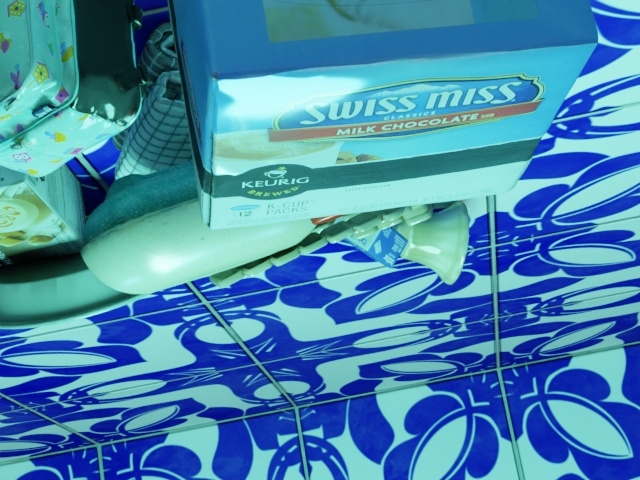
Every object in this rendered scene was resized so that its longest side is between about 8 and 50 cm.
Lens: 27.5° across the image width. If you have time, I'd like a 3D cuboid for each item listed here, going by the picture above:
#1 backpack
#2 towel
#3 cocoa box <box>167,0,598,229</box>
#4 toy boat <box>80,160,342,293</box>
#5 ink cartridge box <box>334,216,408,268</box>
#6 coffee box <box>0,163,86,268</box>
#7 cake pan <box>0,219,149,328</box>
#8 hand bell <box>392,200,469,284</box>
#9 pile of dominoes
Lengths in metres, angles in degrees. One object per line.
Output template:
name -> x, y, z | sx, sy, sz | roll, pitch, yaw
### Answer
backpack -> -0.264, -0.152, 1.196 | 0.144, 0.166, 0.188 | 9, 151, -41
towel -> -0.070, -0.140, 1.416 | 0.283, 0.121, 0.235 | -1, 158, -21
cocoa box -> 0.012, -0.216, 0.864 | 0.231, 0.347, 0.228 | -6, 160, -9
toy boat -> -0.079, -0.059, 1.259 | 0.267, 0.148, 0.318 | -17, 176, -37
ink cartridge box -> 0.004, -0.042, 1.637 | 0.207, 0.046, 0.097 | 32, 178, 25
coffee box -> -0.375, -0.054, 1.531 | 0.141, 0.098, 0.246 | -11, 161, 2
cake pan -> -0.310, 0.032, 1.678 | 0.293, 0.054, 0.293 | -12, -163, 4
hand bell -> 0.085, -0.013, 1.931 | 0.242, 0.126, 0.126 | 8, 158, -10
pile of dominoes -> 0.000, 0.000, 1.427 | 0.251, 0.040, 0.196 | -23, -168, 13
